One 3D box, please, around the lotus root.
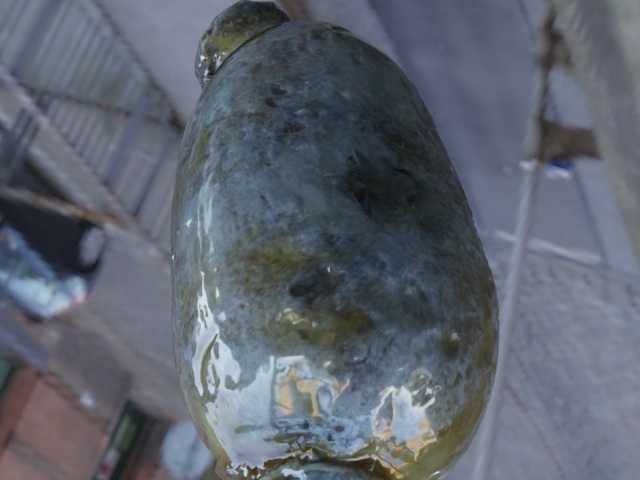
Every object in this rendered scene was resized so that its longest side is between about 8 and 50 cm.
[{"bbox_3d":[0.002,-0.001,0.897,0.175,0.350,0.175,-6,145,-4],"label":"lotus root"}]
